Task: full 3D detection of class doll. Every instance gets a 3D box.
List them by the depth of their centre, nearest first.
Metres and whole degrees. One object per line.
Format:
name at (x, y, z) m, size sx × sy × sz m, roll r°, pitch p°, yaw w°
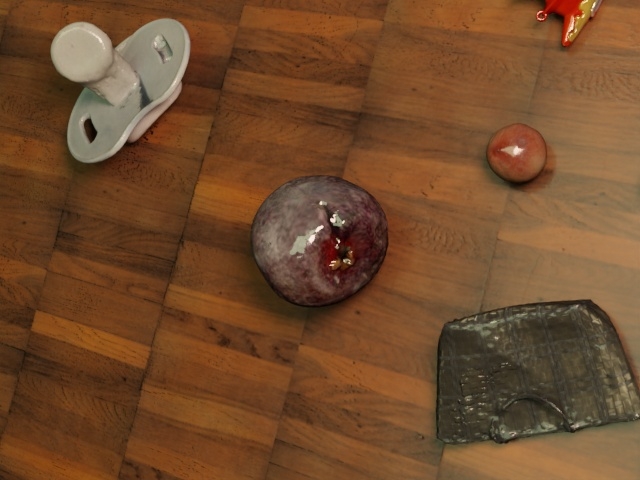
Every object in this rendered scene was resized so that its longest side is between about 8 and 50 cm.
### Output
doll at (0.355, -0.355, 1.269) m, size 0.169 × 0.057 × 0.109 m, roll -42°, pitch 84°, yaw -1°

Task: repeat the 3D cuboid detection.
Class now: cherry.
cherry at (-0.005, -0.006, 1.314) m, size 0.195 × 0.195 × 0.195 m, roll -4°, pitch 80°, yaw 24°

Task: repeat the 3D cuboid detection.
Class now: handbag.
handbag at (0.267, 0.170, 1.213) m, size 0.270 × 0.089 × 0.175 m, roll -11°, pitch 85°, yaw 23°

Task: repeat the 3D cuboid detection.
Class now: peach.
peach at (0.262, -0.117, 1.260) m, size 0.083 × 0.083 × 0.083 m, roll -4°, pitch 80°, yaw 24°

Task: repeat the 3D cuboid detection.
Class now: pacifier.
pacifier at (-0.342, -0.266, 1.497) m, size 0.279 × 0.207 × 0.227 m, roll -44°, pitch 49°, yaw 12°
